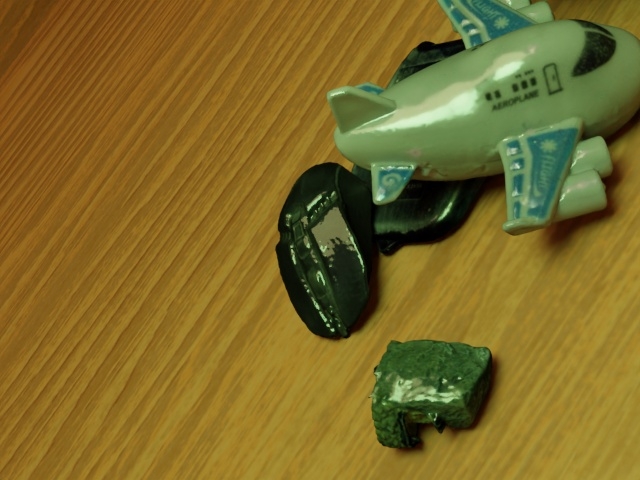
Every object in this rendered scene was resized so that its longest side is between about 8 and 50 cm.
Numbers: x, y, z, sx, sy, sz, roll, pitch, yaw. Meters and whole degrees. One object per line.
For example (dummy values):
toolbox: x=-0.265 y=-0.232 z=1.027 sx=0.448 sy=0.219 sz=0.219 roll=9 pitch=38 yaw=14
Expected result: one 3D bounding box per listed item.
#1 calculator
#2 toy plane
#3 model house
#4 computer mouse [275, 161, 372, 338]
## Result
calculator: x=0.109 y=-0.104 z=0.828 sx=0.177 sy=0.040 sz=0.268 roll=-1 pitch=62 yaw=48
toy plane: x=0.141 y=-0.116 z=0.694 sx=0.267 sy=0.122 sz=0.266 roll=-6 pitch=61 yaw=11
model house: x=0.088 y=0.119 z=0.638 sx=0.083 sy=0.066 sz=0.078 roll=-1 pitch=45 yaw=25
computer mouse: x=0.000 y=0.000 z=0.798 sx=0.106 sy=0.062 sz=0.192 roll=-36 pitch=47 yaw=37
